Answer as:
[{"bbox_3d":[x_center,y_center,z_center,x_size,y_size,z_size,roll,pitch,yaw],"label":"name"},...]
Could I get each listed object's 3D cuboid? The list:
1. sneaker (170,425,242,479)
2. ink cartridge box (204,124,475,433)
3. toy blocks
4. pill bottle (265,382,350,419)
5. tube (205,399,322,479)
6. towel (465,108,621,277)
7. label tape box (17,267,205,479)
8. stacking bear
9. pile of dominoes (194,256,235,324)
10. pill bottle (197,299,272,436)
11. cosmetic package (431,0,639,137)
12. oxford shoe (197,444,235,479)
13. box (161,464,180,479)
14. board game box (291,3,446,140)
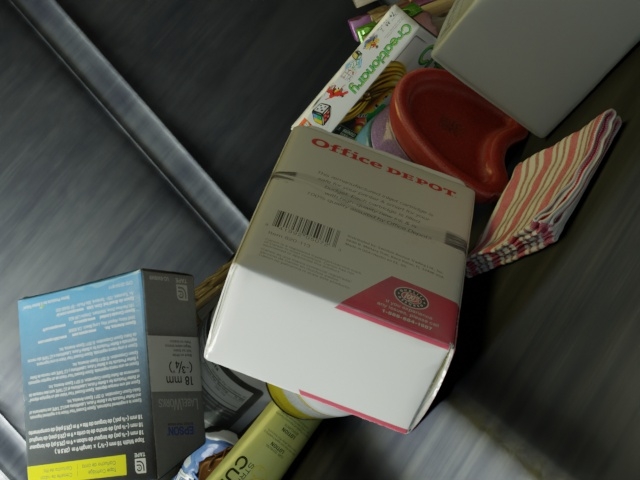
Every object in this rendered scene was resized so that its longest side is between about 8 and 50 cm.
[{"bbox_3d":[-0.157,0.330,1.550,0.081,0.080,0.211,-77,13,-54],"label":"sneaker"},{"bbox_3d":[0.029,0.025,1.122,0.283,0.207,0.117,-71,1,-57],"label":"ink cartridge box"},{"bbox_3d":[0.201,-0.403,2.150,0.260,0.309,0.288,-22,23,0],"label":"toy blocks"},{"bbox_3d":[0.010,0.136,1.231,0.103,0.103,0.184,-57,8,-19],"label":"pill bottle"},{"bbox_3d":[-0.084,0.273,1.321,0.240,0.070,0.062,-51,-29,-11],"label":"tube"},{"bbox_3d":[0.203,-0.043,1.112,0.144,0.029,0.197,-57,8,-20],"label":"towel"},{"bbox_3d":[-0.276,0.223,1.529,0.240,0.106,0.334,-13,77,34],"label":"label tape box"},{"bbox_3d":[0.094,-0.056,1.391,0.289,0.164,0.175,-53,7,46],"label":"stacking bear"},{"bbox_3d":[-0.156,0.084,1.686,0.251,0.040,0.196,-38,8,-16],"label":"pile of dominoes"},{"bbox_3d":[-0.102,0.162,1.574,0.283,0.161,0.161,-48,10,40],"label":"pill bottle"},{"bbox_3d":[0.324,-0.348,1.200,0.453,0.161,0.230,-50,9,36],"label":"cosmetic package"},{"bbox_3d":[-0.105,0.281,1.419,0.212,0.076,0.076,-50,8,23],"label":"oxford shoe"},{"bbox_3d":[-0.295,0.346,1.659,0.121,0.148,0.311,72,-153,-51],"label":"box"},{"bbox_3d":[0.108,-0.167,1.477,0.193,0.053,0.305,-49,-26,13],"label":"board game box"}]
